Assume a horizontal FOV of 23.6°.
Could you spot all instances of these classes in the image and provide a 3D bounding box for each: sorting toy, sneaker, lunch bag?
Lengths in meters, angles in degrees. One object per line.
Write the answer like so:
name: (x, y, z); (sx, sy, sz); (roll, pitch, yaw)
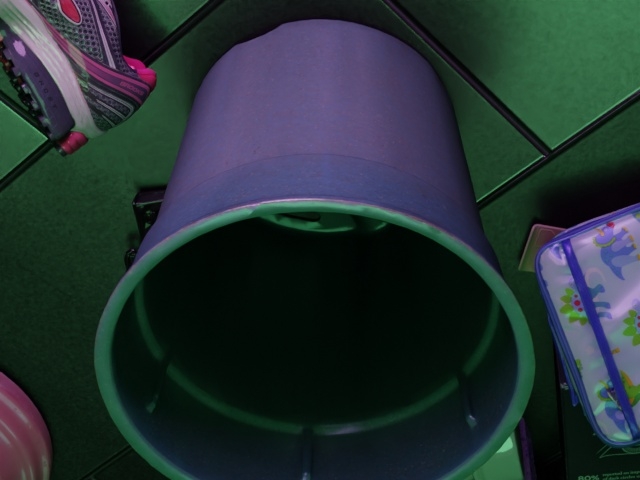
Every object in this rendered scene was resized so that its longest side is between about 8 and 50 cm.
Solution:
sorting toy: (0.229, 0.020, 1.527); (0.062, 0.012, 0.083); (7, 126, -10)
sneaker: (-0.245, -0.220, 1.297); (0.112, 0.121, 0.299); (-32, 126, -11)
lunch bag: (0.305, 0.079, 1.450); (0.176, 0.090, 0.219); (-19, 85, 9)

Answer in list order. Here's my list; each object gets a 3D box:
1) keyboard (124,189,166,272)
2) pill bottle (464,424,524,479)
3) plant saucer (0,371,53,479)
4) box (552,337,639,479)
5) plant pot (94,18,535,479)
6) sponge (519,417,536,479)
keyboard: (-0.147, 0.024, 1.536); (0.108, 0.023, 0.180); (-9, 128, 0)
pill bottle: (0.061, 0.201, 1.583); (0.283, 0.160, 0.160); (-9, 128, 9)
plant saucer: (-0.466, 0.248, 1.686); (0.332, 0.084, 0.332); (1, 128, 1)
box: (0.324, 0.180, 1.592); (0.153, 0.108, 0.207); (-5, 128, 6)
plant pot: (0.000, 0.000, 1.312); (0.341, 0.334, 0.341); (1, 129, 1)
sponge: (0.128, 0.258, 1.654); (0.210, 0.117, 0.031); (-15, 120, 13)
